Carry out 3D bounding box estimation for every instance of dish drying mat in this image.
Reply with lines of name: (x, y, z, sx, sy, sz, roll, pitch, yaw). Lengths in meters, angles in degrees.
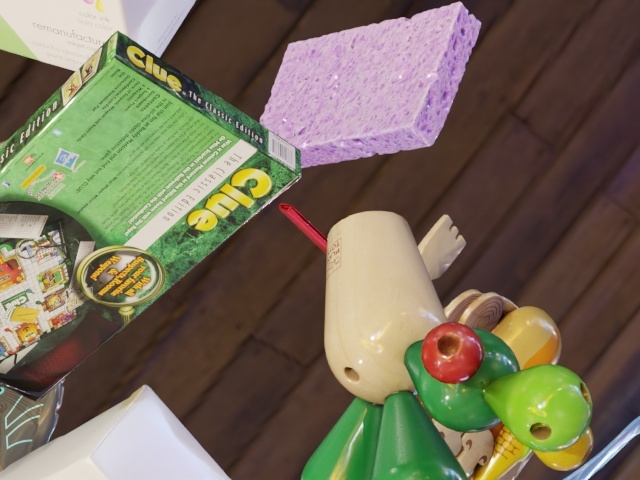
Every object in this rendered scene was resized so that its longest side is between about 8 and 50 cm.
dish drying mat: (0.000, 0.000, 1.354, 0.083, 0.032, 0.008, 43, 82, -17)

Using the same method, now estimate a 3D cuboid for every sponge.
sponge: (0.029, -0.118, 1.325, 0.031, 0.210, 0.117, 37, 64, -32)

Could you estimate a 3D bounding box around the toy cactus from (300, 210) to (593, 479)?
toy cactus: (0.022, 0.076, 0.635, 0.112, 0.180, 0.219, 0, 149, -16)

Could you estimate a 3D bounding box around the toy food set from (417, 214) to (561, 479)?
toy food set: (0.096, 0.090, 1.012, 0.132, 0.038, 0.192, -52, 131, -16)

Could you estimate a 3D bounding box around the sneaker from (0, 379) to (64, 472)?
sneaker: (-0.301, 0.187, 1.530, 0.106, 0.267, 0.101, 16, 145, -16)

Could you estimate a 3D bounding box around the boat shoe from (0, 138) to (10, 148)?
boat shoe: (-0.339, -0.006, 1.463, 0.302, 0.113, 0.103, -34, 106, -56)

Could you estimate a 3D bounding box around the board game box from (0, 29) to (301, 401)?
board game box: (-0.146, -0.004, 0.987, 0.136, 0.030, 0.259, 34, 124, -27)

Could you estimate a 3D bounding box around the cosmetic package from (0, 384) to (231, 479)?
cosmetic package: (-0.114, 0.319, 1.254, 0.284, 0.097, 0.377, -33, 103, 36)

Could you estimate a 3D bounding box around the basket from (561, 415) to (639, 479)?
basket: (0.339, 0.289, 1.513, 0.254, 0.289, 0.201, -30, 143, -33)

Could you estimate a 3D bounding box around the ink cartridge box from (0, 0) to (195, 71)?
ink cartridge box: (-0.226, -0.300, 1.274, 0.353, 0.207, 0.119, 84, 28, -50)
